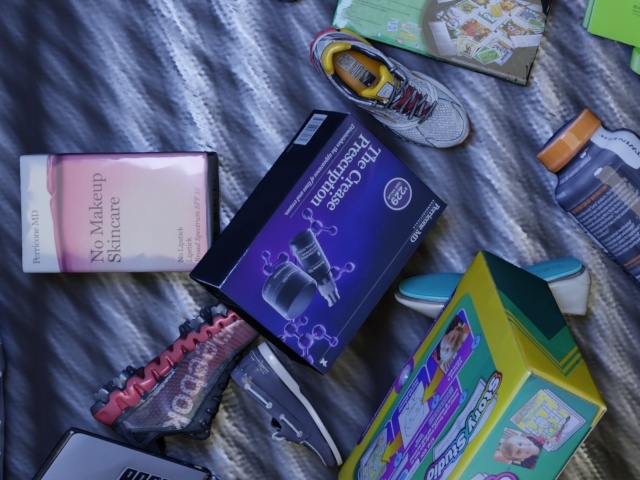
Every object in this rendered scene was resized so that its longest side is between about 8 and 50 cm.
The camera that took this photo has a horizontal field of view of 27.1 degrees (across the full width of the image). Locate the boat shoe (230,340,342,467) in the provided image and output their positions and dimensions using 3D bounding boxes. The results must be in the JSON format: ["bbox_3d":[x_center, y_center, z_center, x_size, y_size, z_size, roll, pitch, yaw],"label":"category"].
[{"bbox_3d":[-0.042,0.217,1.665,0.065,0.075,0.206,-34,118,-3],"label":"boat shoe"}]

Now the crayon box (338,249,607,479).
[{"bbox_3d":[0.155,0.235,1.516,0.106,0.313,0.363,26,109,-13],"label":"crayon box"}]

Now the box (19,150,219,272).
[{"bbox_3d":[-0.246,-0.037,1.654,0.232,0.127,0.149,-1,94,2],"label":"box"}]

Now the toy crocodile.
[{"bbox_3d":[0.485,-0.248,1.603,0.340,0.105,0.115,16,118,23],"label":"toy crocodile"}]

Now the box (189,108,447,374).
[{"bbox_3d":[0.000,0.000,1.601,0.184,0.103,0.261,41,79,-27],"label":"box"}]

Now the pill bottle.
[{"bbox_3d":[0.378,-0.048,1.627,0.130,0.130,0.246,-45,91,4],"label":"pill bottle"}]

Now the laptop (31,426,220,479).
[{"bbox_3d":[-0.221,0.486,1.632,0.236,0.408,0.382,38,95,40],"label":"laptop"}]

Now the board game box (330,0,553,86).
[{"bbox_3d":[0.154,-0.295,1.672,0.259,0.030,0.136,18,96,1],"label":"board game box"}]

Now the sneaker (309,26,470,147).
[{"bbox_3d":[0.085,-0.179,1.642,0.225,0.093,0.088,28,102,-10],"label":"sneaker"}]

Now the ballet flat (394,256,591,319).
[{"bbox_3d":[0.219,0.080,1.671,0.248,0.086,0.086,-7,93,2],"label":"ballet flat"}]

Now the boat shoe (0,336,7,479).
[{"bbox_3d":[-0.453,0.203,1.706,0.112,0.095,0.335,6,90,38],"label":"boat shoe"}]

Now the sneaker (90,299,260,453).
[{"bbox_3d":[-0.152,0.172,1.678,0.276,0.097,0.135,-39,91,6],"label":"sneaker"}]
